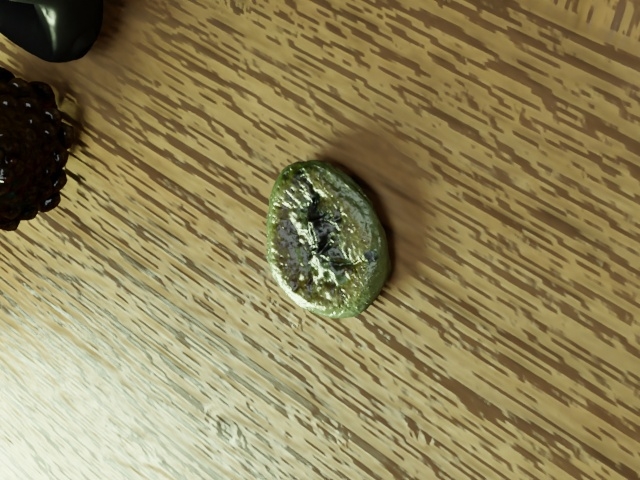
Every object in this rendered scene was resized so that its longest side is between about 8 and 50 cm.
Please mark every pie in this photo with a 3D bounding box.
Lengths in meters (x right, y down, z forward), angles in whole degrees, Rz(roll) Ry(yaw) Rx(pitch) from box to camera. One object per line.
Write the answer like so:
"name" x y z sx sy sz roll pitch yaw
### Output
"pie" 0.001 0.000 0.699 0.084 0.021 0.084 16 114 39

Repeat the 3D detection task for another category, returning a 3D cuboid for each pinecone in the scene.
"pinecone" -0.202 -0.062 0.825 0.109 0.102 0.102 47 131 36

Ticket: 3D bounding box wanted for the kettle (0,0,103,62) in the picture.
"kettle" -0.209 -0.206 0.758 0.232 0.144 0.202 41 147 24
